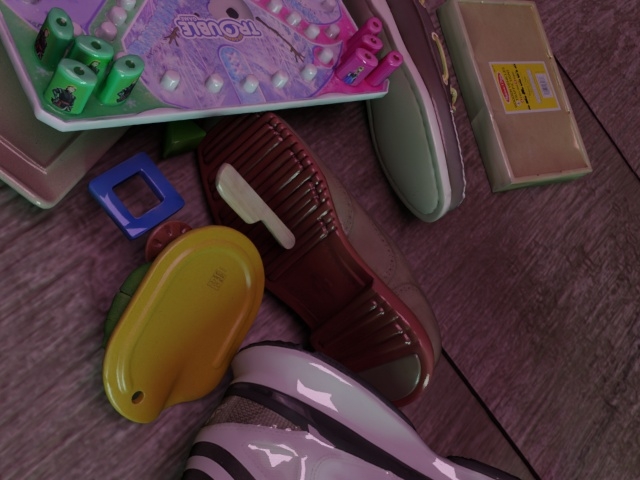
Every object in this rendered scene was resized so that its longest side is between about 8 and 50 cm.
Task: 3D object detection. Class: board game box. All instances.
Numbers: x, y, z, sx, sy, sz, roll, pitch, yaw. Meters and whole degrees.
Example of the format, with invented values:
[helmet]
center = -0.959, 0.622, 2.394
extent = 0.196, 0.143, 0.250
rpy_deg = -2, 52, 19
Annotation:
[board game box]
center = -0.136, -0.295, 0.640
extent = 0.390, 0.050, 0.390
rpy_deg = -17, 74, -43

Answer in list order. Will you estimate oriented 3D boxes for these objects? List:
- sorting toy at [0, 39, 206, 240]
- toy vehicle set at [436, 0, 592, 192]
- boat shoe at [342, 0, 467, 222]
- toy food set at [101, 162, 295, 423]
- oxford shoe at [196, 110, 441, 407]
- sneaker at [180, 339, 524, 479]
[sorting toy]
center = -0.259, -0.142, 0.608
extent = 0.347, 0.047, 0.196
rpy_deg = 40, 55, -11
[toy vehicle set]
center = 0.267, -0.204, 0.939
extent = 0.166, 0.035, 0.267
rpy_deg = -9, 79, -32
[boat shoe]
center = 0.104, -0.180, 0.793
extent = 0.097, 0.116, 0.324
rpy_deg = -13, 75, -29
[toy food set]
center = -0.120, 0.047, 0.599
extent = 0.128, 0.071, 0.218
rpy_deg = 39, 77, -46
[oxford shoe]
center = 0.000, 0.000, 0.695
extent = 0.348, 0.123, 0.130
rpy_deg = 58, 26, 3
[sneaker]
center = 0.065, 0.304, 0.573
extent = 0.447, 0.169, 0.257
rpy_deg = 33, 55, -7
